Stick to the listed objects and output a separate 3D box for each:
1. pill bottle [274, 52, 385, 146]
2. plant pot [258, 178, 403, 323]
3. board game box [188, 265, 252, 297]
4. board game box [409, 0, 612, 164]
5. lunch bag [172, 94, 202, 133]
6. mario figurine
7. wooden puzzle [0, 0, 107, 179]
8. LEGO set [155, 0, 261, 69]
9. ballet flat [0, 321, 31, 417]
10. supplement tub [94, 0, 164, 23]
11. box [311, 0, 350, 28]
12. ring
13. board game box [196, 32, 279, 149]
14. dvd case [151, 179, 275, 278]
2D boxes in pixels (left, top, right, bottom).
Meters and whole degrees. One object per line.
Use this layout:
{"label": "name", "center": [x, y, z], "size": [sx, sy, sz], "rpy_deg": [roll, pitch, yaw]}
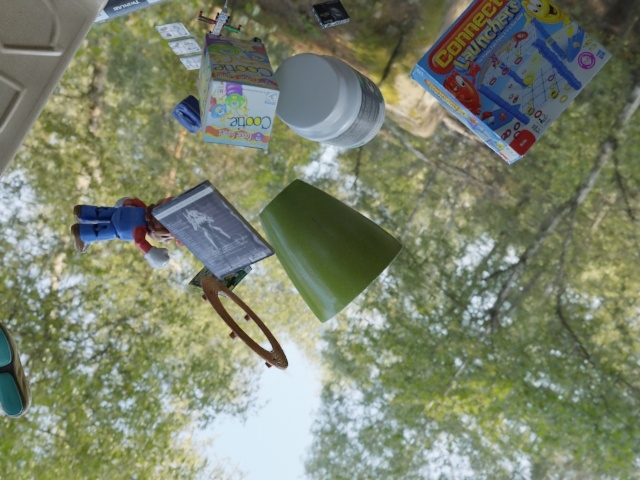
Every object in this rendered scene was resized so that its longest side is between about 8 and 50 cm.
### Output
{"label": "pill bottle", "center": [0.023, -0.341, 1.716], "size": [0.204, 0.204, 0.361], "rpy_deg": [35, -167, 14]}
{"label": "plant pot", "center": [0.000, 0.000, 1.671], "size": [0.293, 0.275, 0.275], "rpy_deg": [46, -157, -1]}
{"label": "board game box", "center": [-0.347, 0.123, 2.374], "size": [0.260, 0.136, 0.030], "rpy_deg": [6, 136, 54]}
{"label": "board game box", "center": [0.411, -0.382, 1.514], "size": [0.302, 0.308, 0.086], "rpy_deg": [41, 176, 1]}
{"label": "lunch bag", "center": [-0.361, -0.348, 1.944], "size": [0.098, 0.067, 0.065], "rpy_deg": [44, -133, -12]}
{"label": "mario figurine", "center": [-0.481, -0.022, 1.839], "size": [0.321, 0.197, 0.170], "rpy_deg": [-2, 180, -4]}
{"label": "wooden puzzle", "center": [-0.495, -0.278, 0.895], "size": [0.081, 0.347, 0.322], "rpy_deg": [30, 177, 46]}
{"label": "LEGO set", "center": [-0.285, -0.544, 1.847], "size": [0.245, 0.060, 0.182], "rpy_deg": [-4, 154, 20]}
{"label": "ballet flat", "center": [-0.710, 0.283, 1.565], "size": [0.080, 0.232, 0.073], "rpy_deg": [-11, -173, 2]}
{"label": "supplement tub", "center": [-0.526, -0.685, 1.778], "size": [0.338, 0.207, 0.207], "rpy_deg": [-19, -151, 2]}
{"label": "box", "center": [0.027, -0.599, 1.835], "size": [0.083, 0.018, 0.067], "rpy_deg": [-20, -107, -23]}
{"label": "ring", "center": [-0.210, 0.227, 1.877], "size": [0.336, 0.032, 0.336], "rpy_deg": [47, -178, -2]}
{"label": "board game box", "center": [-0.189, -0.335, 1.539], "size": [0.145, 0.142, 0.275], "rpy_deg": [5, -145, -17]}
{"label": "dvd case", "center": [-0.226, -0.018, 1.471], "size": [0.221, 0.165, 0.018], "rpy_deg": [48, -145, -29]}
